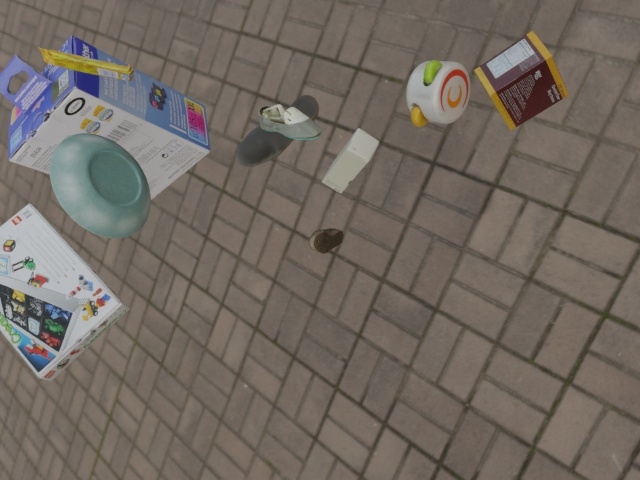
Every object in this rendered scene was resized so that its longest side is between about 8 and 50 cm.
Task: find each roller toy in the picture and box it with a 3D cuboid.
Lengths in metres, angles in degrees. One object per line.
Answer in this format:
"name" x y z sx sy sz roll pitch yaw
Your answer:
"roller toy" 0.378 -0.479 1.742 0.146 0.191 0.210 23 122 46

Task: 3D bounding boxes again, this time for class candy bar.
"candy bar" -0.416 -0.314 0.962 0.040 0.161 0.018 124 153 -65

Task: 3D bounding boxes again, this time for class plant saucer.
"plant saucer" -0.362 -0.101 0.925 0.037 0.194 0.195 -21 76 31

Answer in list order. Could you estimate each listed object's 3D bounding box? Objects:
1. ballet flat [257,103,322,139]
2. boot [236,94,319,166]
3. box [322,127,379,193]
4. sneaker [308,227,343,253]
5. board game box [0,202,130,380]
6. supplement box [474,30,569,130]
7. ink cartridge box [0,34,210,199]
"ballet flat" -0.081 -0.287 1.278 0.213 0.072 0.068 23 137 45
"boot" -0.127 -0.329 1.692 0.305 0.115 0.112 -36 87 4
"box" 0.106 -0.289 1.986 0.113 0.094 0.275 -62 8 -25
"sneaker" 0.000 0.000 1.579 0.071 0.188 0.067 6 97 27
"board game box" -0.545 0.093 1.044 0.305 0.053 0.193 42 76 15
"supplement box" 0.607 -0.476 1.619 0.194 0.191 0.129 -32 50 23
"ink cartridge box" -0.477 -0.250 1.163 0.269 0.395 0.151 -31 60 29
